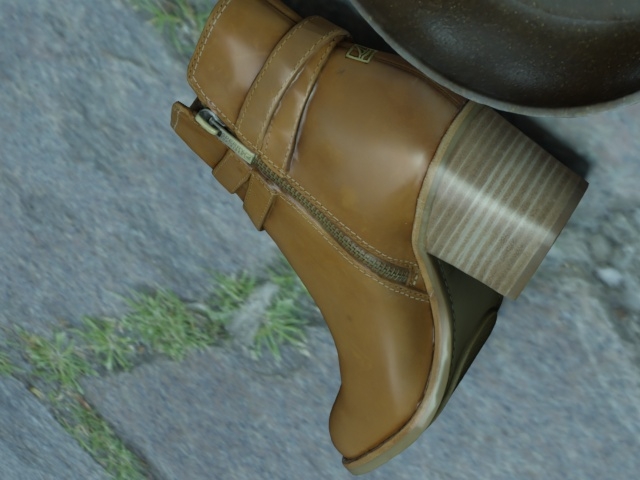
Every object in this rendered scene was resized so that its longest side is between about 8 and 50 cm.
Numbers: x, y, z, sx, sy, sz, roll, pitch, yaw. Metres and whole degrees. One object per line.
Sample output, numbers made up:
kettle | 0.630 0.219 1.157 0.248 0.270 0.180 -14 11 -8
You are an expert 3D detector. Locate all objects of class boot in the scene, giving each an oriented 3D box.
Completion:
boot | 0.000 0.000 0.906 0.220 0.109 0.283 32 142 6

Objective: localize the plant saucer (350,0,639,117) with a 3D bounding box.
plant saucer | 0.080 -0.201 0.574 0.311 0.050 0.310 30 128 47
